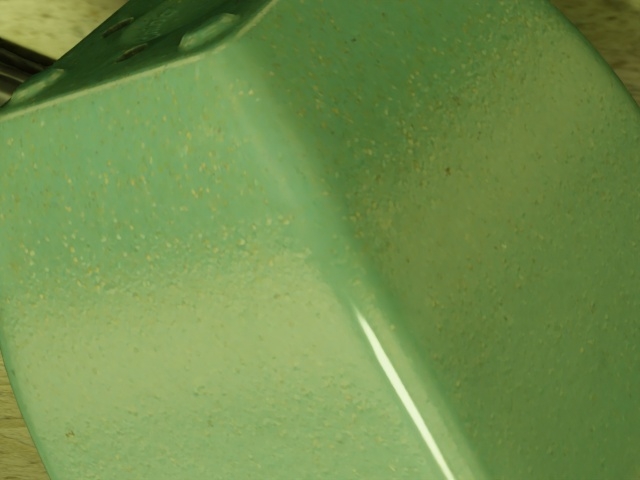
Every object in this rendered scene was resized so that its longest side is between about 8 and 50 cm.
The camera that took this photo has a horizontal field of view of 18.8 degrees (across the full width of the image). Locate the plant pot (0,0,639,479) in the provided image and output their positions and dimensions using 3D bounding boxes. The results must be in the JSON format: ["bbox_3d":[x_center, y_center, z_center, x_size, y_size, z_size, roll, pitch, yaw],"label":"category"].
[{"bbox_3d":[0.000,0.000,0.852,0.247,0.248,0.252,-11,116,40],"label":"plant pot"}]

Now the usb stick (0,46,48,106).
[{"bbox_3d":[-0.128,-0.058,1.075,0.077,0.045,0.278,-20,152,38],"label":"usb stick"}]
